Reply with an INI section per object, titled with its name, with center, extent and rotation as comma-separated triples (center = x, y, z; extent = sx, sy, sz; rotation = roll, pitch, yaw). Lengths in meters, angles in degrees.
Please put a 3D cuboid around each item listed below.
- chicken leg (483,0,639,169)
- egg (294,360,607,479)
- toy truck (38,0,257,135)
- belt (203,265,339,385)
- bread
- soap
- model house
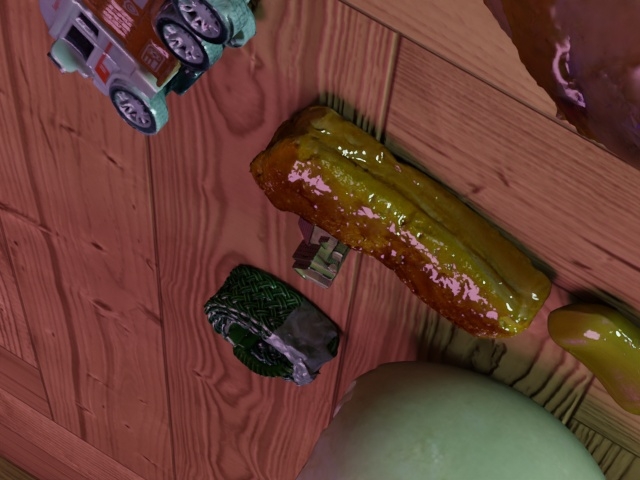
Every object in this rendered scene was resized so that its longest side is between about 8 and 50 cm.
[chicken leg]
center = 0.152, -0.211, 0.959
extent = 0.409, 0.182, 0.295
rotation = 44, 153, 21
[egg]
center = 0.145, 0.279, 1.758
extent = 0.336, 0.278, 0.278
rotation = 32, 158, 11
[toy truck]
center = -0.114, -0.207, 1.332
extent = 0.162, 0.136, 0.305
rotation = 44, 155, -4
[belt]
center = -0.057, 0.101, 1.950
extent = 0.151, 0.079, 0.121
rotation = 32, 158, 5
[bread]
center = 0.065, -0.008, 1.558
extent = 0.271, 0.077, 0.139
rotation = 37, 161, -12
[soap]
center = 0.256, 0.101, 1.547
extent = 0.140, 0.045, 0.089
rotation = 44, 154, -18
[model house]
center = 0.000, 0.000, 1.694
extent = 0.058, 0.057, 0.083
rotation = 28, 160, 3
